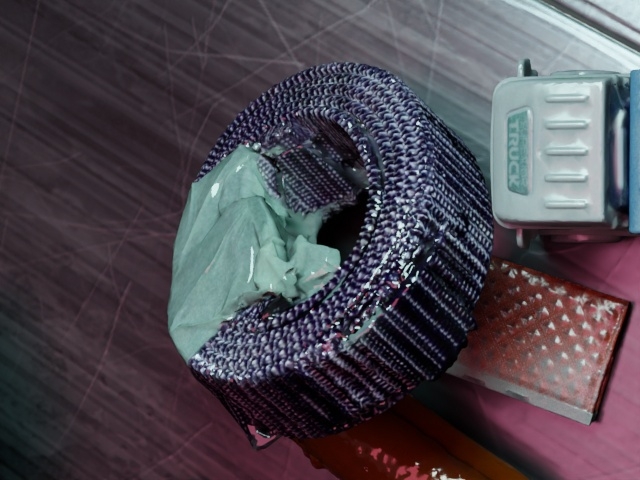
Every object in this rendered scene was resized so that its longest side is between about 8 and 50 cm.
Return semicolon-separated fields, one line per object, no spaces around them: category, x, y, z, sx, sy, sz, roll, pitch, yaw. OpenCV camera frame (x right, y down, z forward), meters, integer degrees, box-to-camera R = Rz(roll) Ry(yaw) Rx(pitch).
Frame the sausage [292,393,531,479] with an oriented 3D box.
sausage;0.058;0.168;1.585;0.330;0.102;0.102;37;103;21

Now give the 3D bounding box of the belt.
belt;0.000;0.000;1.526;0.260;0.122;0.325;-38;37;17

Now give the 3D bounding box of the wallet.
wallet;0.142;0.067;1.590;0.196;0.020;0.103;18;96;25

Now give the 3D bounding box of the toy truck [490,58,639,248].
toy truck;0.301;-0.064;1.439;0.367;0.175;0.146;-1;90;26
